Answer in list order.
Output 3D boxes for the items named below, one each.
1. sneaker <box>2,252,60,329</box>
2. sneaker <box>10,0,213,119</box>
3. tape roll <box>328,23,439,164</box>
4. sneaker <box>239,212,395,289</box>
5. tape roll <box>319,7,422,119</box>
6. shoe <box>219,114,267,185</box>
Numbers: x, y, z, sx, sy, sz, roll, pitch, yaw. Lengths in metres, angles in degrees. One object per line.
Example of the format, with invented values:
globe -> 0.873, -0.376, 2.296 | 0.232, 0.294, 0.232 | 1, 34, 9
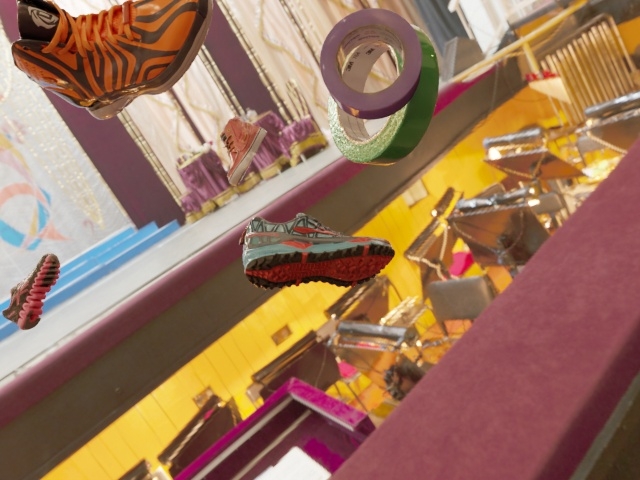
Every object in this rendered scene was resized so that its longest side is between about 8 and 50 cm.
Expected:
sneaker -> -0.439, 0.071, 0.781 | 0.047, 0.057, 0.119 | 61, -132, -73
sneaker -> -0.300, -0.273, 0.700 | 0.321, 0.125, 0.180 | -21, -26, 34
tape roll -> 0.132, -0.336, 1.192 | 0.077, 0.321, 0.321 | 0, -7, -32
sneaker -> 0.000, 0.000, 0.839 | 0.261, 0.125, 0.104 | 1, -41, -25
tape roll -> 0.097, -0.332, 0.988 | 0.189, 0.189, 0.080 | -30, -4, 7
shoe -> -0.174, -0.187, 1.059 | 0.063, 0.081, 0.178 | -51, 15, 44
